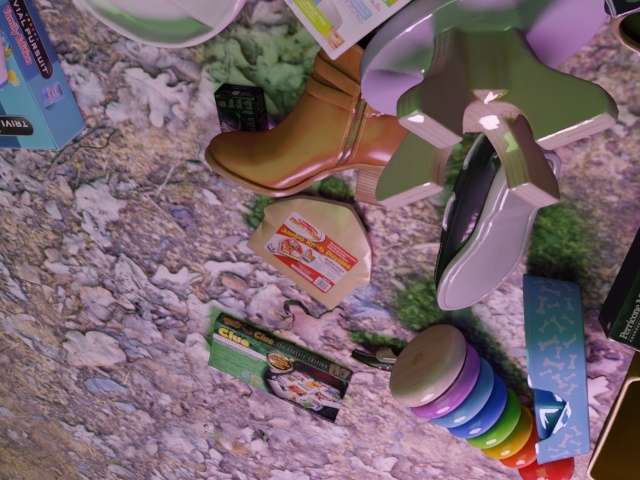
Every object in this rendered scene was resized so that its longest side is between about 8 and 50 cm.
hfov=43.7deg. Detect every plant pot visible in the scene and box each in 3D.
[{"bbox_3d":[0.476,0.203,1.001,0.212,0.187,0.212,16,132,16],"label":"plant pot"}]

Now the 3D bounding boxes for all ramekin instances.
[{"bbox_3d":[-0.175,-0.366,0.901,0.273,0.127,0.272,14,132,16],"label":"ramekin"}]

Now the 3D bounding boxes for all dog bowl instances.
[{"bbox_3d":[0.323,0.177,1.087,0.074,0.166,0.297,-4,126,16],"label":"dog bowl"}]

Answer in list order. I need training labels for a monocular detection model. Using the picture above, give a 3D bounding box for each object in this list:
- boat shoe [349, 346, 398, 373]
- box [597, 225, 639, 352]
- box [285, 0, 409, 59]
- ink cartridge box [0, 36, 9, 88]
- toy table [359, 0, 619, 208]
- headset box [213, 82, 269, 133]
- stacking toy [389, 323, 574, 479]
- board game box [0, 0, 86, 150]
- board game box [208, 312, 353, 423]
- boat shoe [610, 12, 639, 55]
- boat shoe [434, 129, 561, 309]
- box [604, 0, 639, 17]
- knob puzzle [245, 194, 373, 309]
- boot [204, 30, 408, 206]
[{"bbox_3d":[0.114,0.195,1.291,0.137,0.049,0.043,15,91,20],"label":"boat shoe"},{"bbox_3d":[0.434,0.013,0.837,0.184,0.103,0.261,23,101,7],"label":"box"},{"bbox_3d":[0.050,-0.284,0.809,0.114,0.103,0.203,49,160,-11],"label":"box"},{"bbox_3d":[-0.593,-0.278,1.037,0.270,0.198,0.197,19,135,13],"label":"ink cartridge box"},{"bbox_3d":[0.160,-0.144,0.793,0.252,0.160,0.274,14,152,-33],"label":"toy table"},{"bbox_3d":[-0.107,-0.170,1.100,0.062,0.032,0.083,10,132,21],"label":"headset box"},{"bbox_3d":[0.262,0.277,1.227,0.330,0.141,0.141,42,135,-18],"label":"stacking toy"},{"bbox_3d":[-0.526,-0.298,1.180,0.254,0.079,0.335,5,130,25],"label":"board game box"},{"bbox_3d":[-0.076,0.230,1.432,0.260,0.030,0.136,24,137,8],"label":"board game box"},{"bbox_3d":[0.425,-0.174,0.766,0.303,0.098,0.109,24,135,7],"label":"boat shoe"},{"bbox_3d":[0.209,-0.028,1.017,0.114,0.091,0.302,-6,140,-25],"label":"boat shoe"},{"bbox_3d":[0.345,-0.340,0.517,0.343,0.312,0.178,-14,119,35],"label":"box"},{"bbox_3d":[0.000,0.000,1.191,0.213,0.030,0.213,15,133,17],"label":"knob puzzle"},{"bbox_3d":[-0.005,-0.159,0.991,0.284,0.109,0.220,13,130,9],"label":"boot"}]
